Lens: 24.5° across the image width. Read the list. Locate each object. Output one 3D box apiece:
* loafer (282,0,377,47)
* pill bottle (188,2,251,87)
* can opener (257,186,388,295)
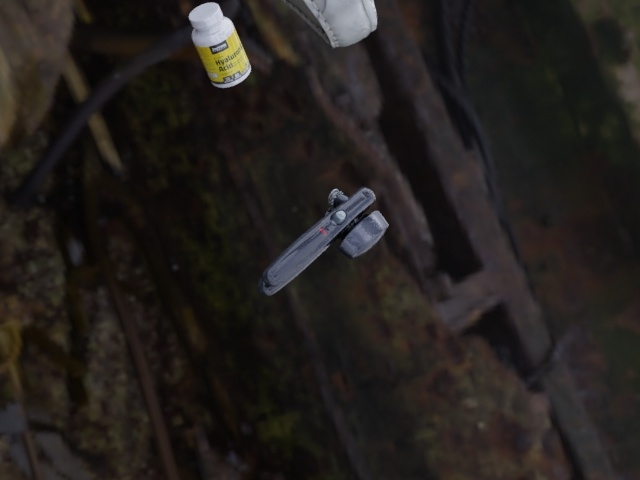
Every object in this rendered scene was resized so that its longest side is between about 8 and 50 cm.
[{"bbox_3d":[-0.085,-0.239,1.054,0.319,0.111,0.112,47,-7,23],"label":"loafer"},{"bbox_3d":[-0.150,-0.286,2.154,0.065,0.065,0.116,-82,155,-48],"label":"pill bottle"},{"bbox_3d":[0.000,0.000,1.642,0.073,0.059,0.186,43,54,18],"label":"can opener"}]
